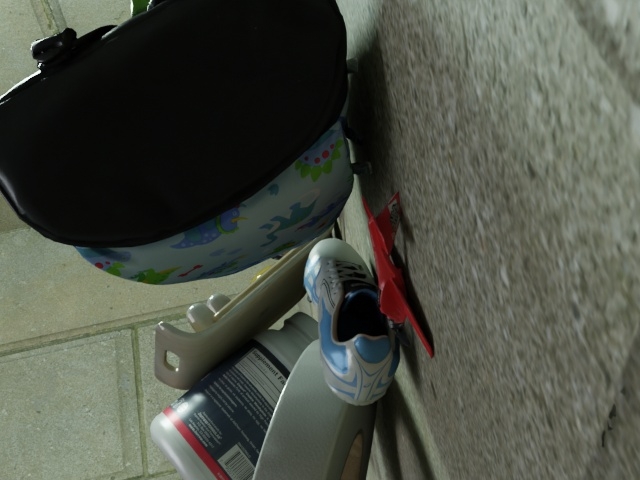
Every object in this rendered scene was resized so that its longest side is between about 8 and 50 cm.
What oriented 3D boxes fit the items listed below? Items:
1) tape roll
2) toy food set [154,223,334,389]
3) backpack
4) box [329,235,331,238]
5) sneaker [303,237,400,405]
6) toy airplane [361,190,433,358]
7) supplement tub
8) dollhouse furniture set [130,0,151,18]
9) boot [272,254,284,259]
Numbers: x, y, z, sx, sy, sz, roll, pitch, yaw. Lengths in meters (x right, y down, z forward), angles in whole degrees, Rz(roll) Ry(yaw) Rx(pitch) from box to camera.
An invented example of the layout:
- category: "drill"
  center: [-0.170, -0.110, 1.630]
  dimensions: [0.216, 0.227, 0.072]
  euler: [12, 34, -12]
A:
- category: "tape roll"
  center: [-0.010, 0.308, 0.953]
  dimensions: [0.392, 0.072, 0.392]
  euler: [10, -90, -79]
- category: "toy food set"
  center: [-0.112, 0.072, 1.212]
  dimensions: [0.092, 0.306, 0.219]
  euler: [44, 152, 12]
- category: "backpack"
  center: [-0.098, -0.082, 0.775]
  dimensions: [0.273, 0.290, 0.355]
  euler: [61, 178, -11]
- category: "box"
  center: [0.000, 0.000, 1.349]
  dimensions: [0.116, 0.029, 0.162]
  euler: [-156, 53, -85]
- category: "sneaker"
  center: [0.034, 0.060, 0.838]
  dimensions: [0.237, 0.085, 0.086]
  euler: [-103, 29, -58]
- category: "toy airplane"
  center: [0.057, 0.026, 0.692]
  dimensions: [0.151, 0.028, 0.151]
  euler: [167, 90, -84]
- category: "supplement tub"
  center: [-0.083, 0.249, 1.199]
  dimensions: [0.191, 0.272, 0.191]
  euler: [46, 163, 18]
- category: "dollhouse furniture set"
  center: [-0.107, -0.169, 1.103]
  dimensions: [0.301, 0.151, 0.197]
  euler: [64, -171, -52]
- category: "boot"
  center: [-0.145, -0.033, 1.392]
  dimensions: [0.338, 0.223, 0.118]
  euler: [20, -103, -60]
